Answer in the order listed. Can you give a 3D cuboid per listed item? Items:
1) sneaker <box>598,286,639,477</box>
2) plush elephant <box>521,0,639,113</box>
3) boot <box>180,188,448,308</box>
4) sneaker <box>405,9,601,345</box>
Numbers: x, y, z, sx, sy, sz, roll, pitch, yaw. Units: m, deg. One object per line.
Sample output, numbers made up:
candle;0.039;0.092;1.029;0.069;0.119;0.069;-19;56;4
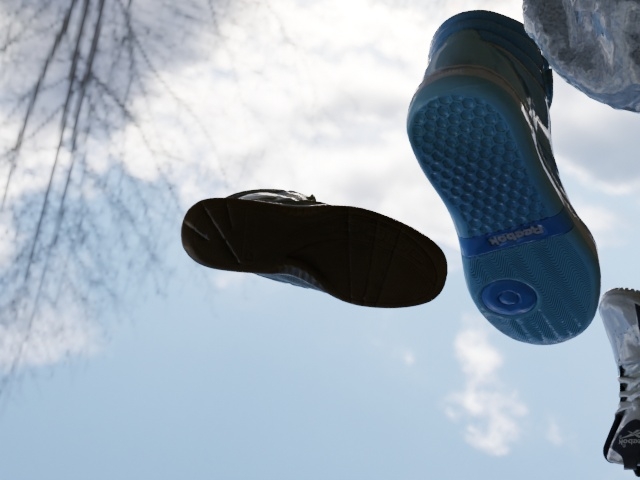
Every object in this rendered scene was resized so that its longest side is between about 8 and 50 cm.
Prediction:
sneaker;0.362;0.179;1.376;0.094;0.235;0.153;-10;-156;45
plush elephant;0.206;-0.190;0.594;0.330;0.272;0.255;4;-157;-11
boot;0.000;0.000;1.038;0.213;0.077;0.165;10;-174;3
sneaker;0.181;-0.070;1.130;0.127;0.319;0.208;-9;-141;20
